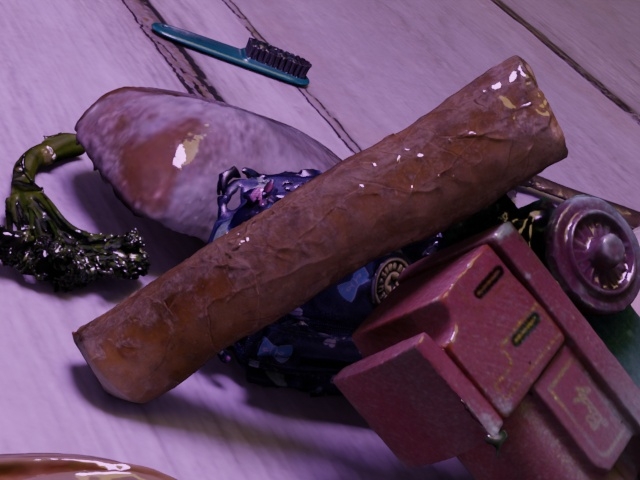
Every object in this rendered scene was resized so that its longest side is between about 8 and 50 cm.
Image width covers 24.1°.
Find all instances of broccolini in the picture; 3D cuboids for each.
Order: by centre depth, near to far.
[{"bbox_3d":[-0.187,-0.032,1.190,0.123,0.062,0.271,30,18,-16],"label":"broccolini"}]

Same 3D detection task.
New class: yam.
[{"bbox_3d":[0.000,0.000,0.990,0.081,0.357,0.081,57,5,-8],"label":"yam"}]

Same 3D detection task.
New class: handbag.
[{"bbox_3d":[0.026,0.037,1.121,0.260,0.162,0.113,10,13,-32],"label":"handbag"}]

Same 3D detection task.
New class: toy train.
[{"bbox_3d":[0.166,0.114,1.025,0.304,0.150,0.221,50,52,-8],"label":"toy train"}]

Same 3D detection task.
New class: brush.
[{"bbox_3d":[-0.097,-0.221,1.704,0.193,0.032,0.043,19,24,-17],"label":"brush"}]

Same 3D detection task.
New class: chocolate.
[{"bbox_3d":[-0.057,-0.058,1.279,0.303,0.100,0.185,19,15,-43],"label":"chocolate"}]

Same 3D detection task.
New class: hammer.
[{"bbox_3d":[0.333,-0.033,1.737,0.297,0.027,0.125,20,28,-10],"label":"hammer"}]

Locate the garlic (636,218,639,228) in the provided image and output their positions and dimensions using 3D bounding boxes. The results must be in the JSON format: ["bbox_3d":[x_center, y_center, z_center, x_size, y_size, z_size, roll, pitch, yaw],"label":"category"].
[{"bbox_3d":[0.427,-0.006,1.666,0.143,0.112,0.318,29,21,6],"label":"garlic"}]

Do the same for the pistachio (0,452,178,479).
[{"bbox_3d":[-0.141,0.156,0.730,0.185,0.124,0.124,10,27,-24],"label":"pistachio"}]

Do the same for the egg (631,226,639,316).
[{"bbox_3d":[0.374,0.074,1.243,0.337,0.201,0.337,38,5,-4],"label":"egg"}]
